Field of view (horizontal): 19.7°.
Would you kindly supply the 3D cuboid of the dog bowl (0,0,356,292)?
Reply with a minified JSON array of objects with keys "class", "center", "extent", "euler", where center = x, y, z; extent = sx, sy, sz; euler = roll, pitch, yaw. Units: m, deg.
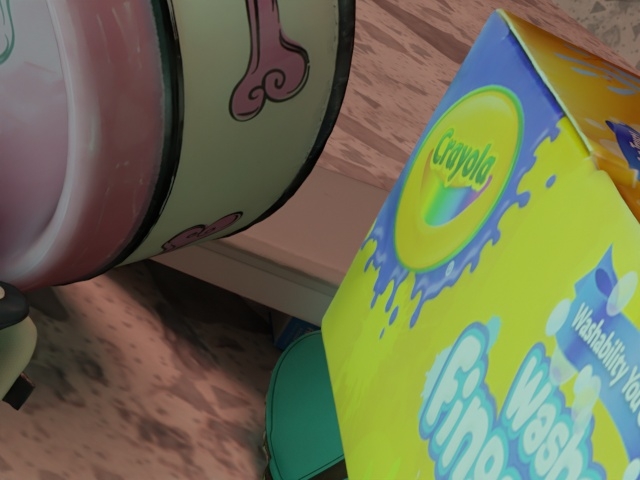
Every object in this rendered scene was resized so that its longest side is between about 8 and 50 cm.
[{"class":"dog bowl","center":[-0.183,-0.152,0.932],"extent":[0.408,0.408,0.150],"euler":[39,49,19]}]

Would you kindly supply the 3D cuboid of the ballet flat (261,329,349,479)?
[{"class":"ballet flat","center":[0.025,0.143,0.988],"extent":[0.077,0.091,0.241],"euler":[57,7,-34]}]

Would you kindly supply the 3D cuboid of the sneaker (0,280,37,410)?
[{"class":"sneaker","center":[-0.205,0.025,0.863],"extent":[0.153,0.094,0.235],"euler":[27,18,-20]}]

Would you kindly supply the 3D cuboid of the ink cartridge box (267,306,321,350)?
[{"class":"ink cartridge box","center":[0.029,0.058,1.233],"extent":[0.122,0.052,0.088],"euler":[25,19,-15]}]

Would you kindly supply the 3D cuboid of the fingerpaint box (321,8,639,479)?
[{"class":"fingerpaint box","center":[0.208,0.125,0.566],"extent":[0.371,0.163,0.445],"euler":[24,17,-14]}]

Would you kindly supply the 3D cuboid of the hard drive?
[{"class":"hard drive","center":[0.000,0.000,1.177],"extent":[0.307,0.040,0.203],"euler":[20,20,24]}]
